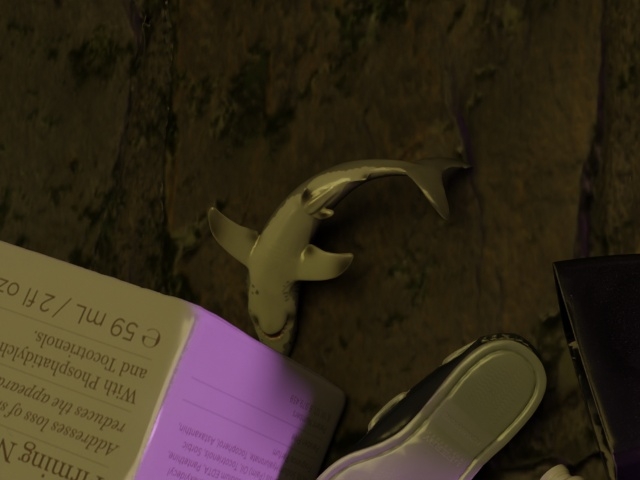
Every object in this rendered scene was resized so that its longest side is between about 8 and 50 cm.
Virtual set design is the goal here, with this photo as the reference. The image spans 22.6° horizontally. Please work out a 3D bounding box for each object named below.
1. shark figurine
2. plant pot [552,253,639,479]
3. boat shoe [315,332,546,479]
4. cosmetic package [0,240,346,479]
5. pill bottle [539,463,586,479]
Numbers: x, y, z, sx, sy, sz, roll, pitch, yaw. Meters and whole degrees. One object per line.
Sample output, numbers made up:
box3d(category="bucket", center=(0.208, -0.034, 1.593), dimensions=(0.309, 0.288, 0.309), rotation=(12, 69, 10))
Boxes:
box3d(category="shark figurine", center=(0.005, -0.028, 1.632), dimensions=(0.278, 0.116, 0.166), rotation=(-42, 93, 14))
box3d(category="plant pot", center=(0.311, 0.111, 1.396), dimensions=(0.167, 0.187, 0.188), rotation=(-16, 64, 4))
box3d(category="boat shoe", center=(0.091, 0.205, 1.508), dimensions=(0.302, 0.091, 0.114), rotation=(-39, 92, 5))
box3d(category="cosmetic package", center=(-0.235, 0.242, 1.505), dimensions=(0.329, 0.327, 0.393), rotation=(16, 79, 29))
box3d(category="pill bottle", center=(0.234, 0.243, 1.450), dimensions=(0.043, 0.043, 0.083), rotation=(-42, 59, 5))
